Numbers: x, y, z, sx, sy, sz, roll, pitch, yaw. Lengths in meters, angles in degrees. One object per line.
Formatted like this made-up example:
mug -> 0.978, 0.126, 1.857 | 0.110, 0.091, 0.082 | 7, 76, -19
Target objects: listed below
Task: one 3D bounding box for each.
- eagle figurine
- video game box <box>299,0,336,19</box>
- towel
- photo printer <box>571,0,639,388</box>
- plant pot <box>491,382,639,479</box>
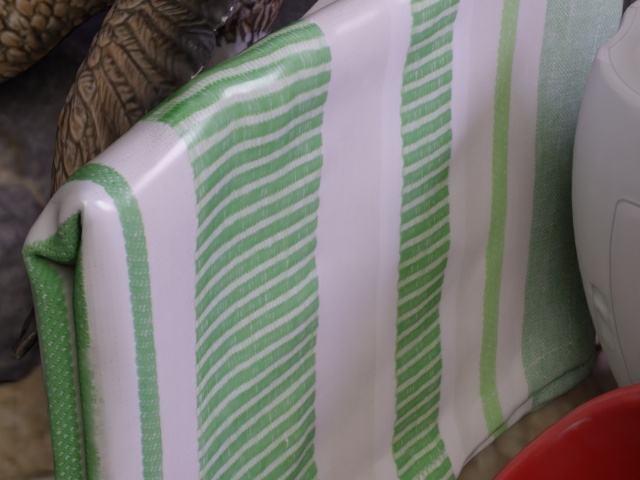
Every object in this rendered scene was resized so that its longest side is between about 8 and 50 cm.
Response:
eagle figurine -> -0.073, -0.116, 0.625 | 0.298, 0.226, 0.225 | -32, 101, -26
video game box -> 0.000, 0.000, 0.588 | 0.048, 0.187, 0.205 | 25, 60, 26
towel -> 0.026, 0.023, 0.535 | 0.038, 0.248, 0.325 | 19, 35, 32
photo printer -> 0.246, 0.027, 0.553 | 0.307, 0.256, 0.107 | 15, 53, 32
plant pot -> 0.165, 0.225, 0.526 | 0.243, 0.275, 0.275 | 29, 67, -11
